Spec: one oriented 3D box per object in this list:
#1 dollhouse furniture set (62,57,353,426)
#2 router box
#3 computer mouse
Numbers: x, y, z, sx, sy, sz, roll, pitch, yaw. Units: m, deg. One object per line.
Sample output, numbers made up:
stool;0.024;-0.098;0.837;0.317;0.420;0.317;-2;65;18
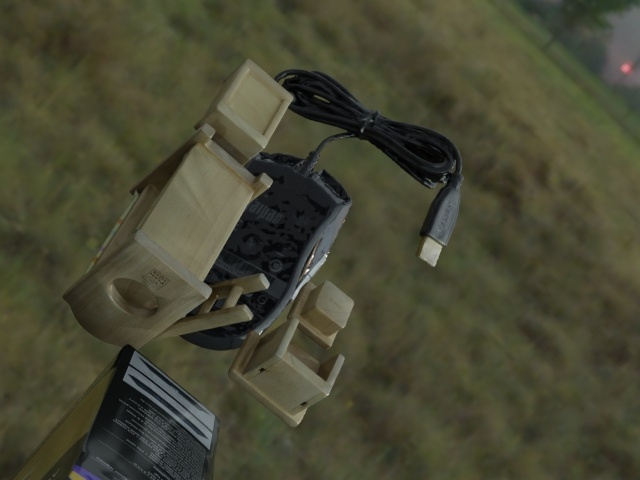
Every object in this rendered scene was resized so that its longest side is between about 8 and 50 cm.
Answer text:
dollhouse furniture set;-0.049;0.010;0.995;0.161;0.101;0.182;41;46;-14
router box;-0.184;0.220;0.819;0.081;0.309;0.243;40;7;-8
computer mouse;0.000;0.000;1.194;0.184;0.262;0.060;24;-27;8
